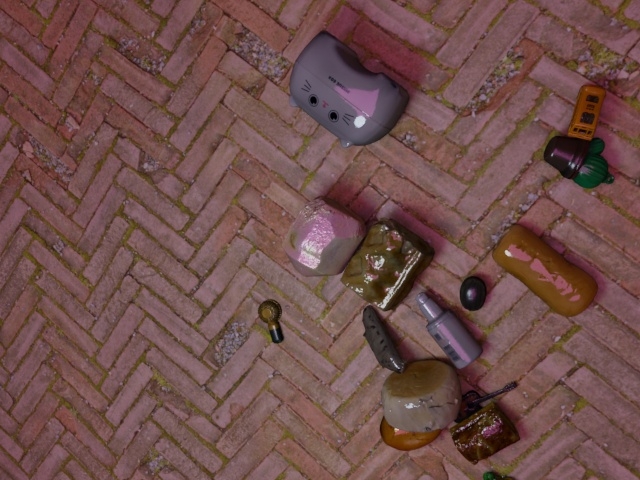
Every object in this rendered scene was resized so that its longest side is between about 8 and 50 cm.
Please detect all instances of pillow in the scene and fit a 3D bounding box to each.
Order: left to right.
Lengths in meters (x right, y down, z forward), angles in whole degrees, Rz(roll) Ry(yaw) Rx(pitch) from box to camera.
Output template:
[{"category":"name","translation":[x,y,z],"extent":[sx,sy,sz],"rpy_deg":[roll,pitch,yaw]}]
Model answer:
[{"category":"pillow","translation":[0.187,0.327,1.777],"extent":[0.241,0.051,0.093],"rpy_deg":[60,136,28]}]

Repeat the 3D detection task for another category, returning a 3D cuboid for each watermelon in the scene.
[{"category":"watermelon","translation":[0.457,0.162,1.674],"extent":[0.078,0.078,0.111],"rpy_deg":[5,99,19]}]

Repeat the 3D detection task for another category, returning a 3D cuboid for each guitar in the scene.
[{"category":"guitar","translation":[0.499,0.491,1.729],"extent":[0.233,0.025,0.088],"rpy_deg":[-31,87,19]}]

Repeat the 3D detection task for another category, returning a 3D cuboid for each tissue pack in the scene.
[{"category":"tissue pack","translation":[0.074,-0.429,1.648],"extent":[0.333,0.229,0.236],"rpy_deg":[41,108,11]}]

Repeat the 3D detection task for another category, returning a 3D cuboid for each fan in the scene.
[{"category":"fan","translation":[-0.166,0.282,1.926],"extent":[0.082,0.039,0.155],"rpy_deg":[-17,92,20]}]

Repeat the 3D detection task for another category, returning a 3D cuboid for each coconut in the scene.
[{"category":"coconut","translation":[0.000,0.000,1.730],"extent":[0.233,0.233,0.245],"rpy_deg":[35,102,12]}]

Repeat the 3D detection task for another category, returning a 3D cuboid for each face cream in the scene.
[{"category":"face cream","translation":[0.378,0.263,1.702],"extent":[0.101,0.101,0.252],"rpy_deg":[-40,82,19]}]

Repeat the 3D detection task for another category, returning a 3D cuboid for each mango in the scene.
[{"category":"mango","translation":[0.294,0.585,1.766],"extent":[0.219,0.112,0.145],"rpy_deg":[-22,88,17]}]

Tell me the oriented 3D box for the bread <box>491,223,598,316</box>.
[{"category":"bread","translation":[0.636,0.087,1.597],"extent":[0.305,0.091,0.142],"rpy_deg":[39,102,10]}]

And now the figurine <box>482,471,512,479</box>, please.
[{"category":"figurine","translation":[0.563,0.778,1.698],"extent":[0.095,0.115,0.156],"rpy_deg":[-43,80,9]}]

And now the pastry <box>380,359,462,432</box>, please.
[{"category":"pastry","translation":[0.301,0.468,1.679],"extent":[0.265,0.265,0.133],"rpy_deg":[-8,107,20]}]

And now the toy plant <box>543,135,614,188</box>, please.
[{"category":"toy plant","translation":[0.717,-0.221,1.526],"extent":[0.200,0.105,0.143],"rpy_deg":[21,85,-4]}]

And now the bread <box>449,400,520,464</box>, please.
[{"category":"bread","translation":[0.499,0.592,1.698],"extent":[0.172,0.103,0.132],"rpy_deg":[-38,104,17]}]

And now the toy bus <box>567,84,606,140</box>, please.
[{"category":"toy bus","translation":[0.717,-0.354,1.492],"extent":[0.069,0.074,0.162],"rpy_deg":[17,73,17]}]

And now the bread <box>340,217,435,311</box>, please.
[{"category":"bread","translation":[0.199,0.076,1.682],"extent":[0.196,0.238,0.252],"rpy_deg":[43,103,23]}]

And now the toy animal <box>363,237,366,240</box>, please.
[{"category":"toy animal","translation":[0.176,-0.003,1.775],"extent":[0.084,0.028,0.050],"rpy_deg":[-18,82,21]}]
